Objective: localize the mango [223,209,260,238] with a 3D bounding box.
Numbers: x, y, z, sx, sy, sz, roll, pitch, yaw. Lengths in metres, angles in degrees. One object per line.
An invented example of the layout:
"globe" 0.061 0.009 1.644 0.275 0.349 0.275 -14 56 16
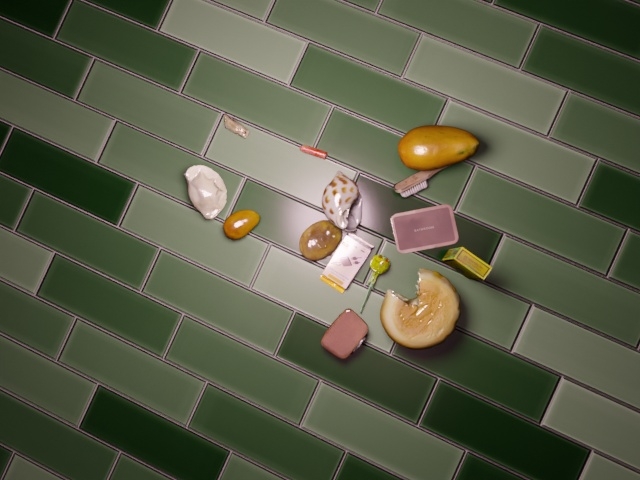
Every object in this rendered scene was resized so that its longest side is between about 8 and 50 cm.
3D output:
"mango" -0.346 -0.076 1.954 0.111 0.089 0.163 44 82 -6

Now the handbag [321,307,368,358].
"handbag" 0.107 0.397 1.902 0.151 0.072 0.193 41 90 5

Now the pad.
"pad" 0.444 -0.050 1.928 0.267 0.002 0.175 -11 86 4

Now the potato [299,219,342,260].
"potato" 0.000 0.000 1.926 0.200 0.081 0.164 -40 86 4

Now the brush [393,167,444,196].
"brush" 0.465 -0.274 1.912 0.328 0.070 0.065 -30 121 -1

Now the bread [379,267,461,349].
"bread" 0.406 0.285 1.838 0.334 0.160 0.332 0 89 6

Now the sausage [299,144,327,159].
"sausage" -0.035 -0.389 1.968 0.130 0.034 0.034 20 89 6

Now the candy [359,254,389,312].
"candy" 0.217 0.184 1.914 0.077 0.073 0.261 24 97 24

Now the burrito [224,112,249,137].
"burrito" -0.379 -0.503 1.998 0.149 0.041 0.055 36 77 9

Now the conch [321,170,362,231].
"conch" 0.088 -0.172 1.894 0.149 0.183 0.274 6 70 32

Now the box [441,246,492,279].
"box" 0.578 0.093 1.802 0.141 0.220 0.064 35 90 4

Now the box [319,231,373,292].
"box" 0.111 0.094 1.934 0.129 0.033 0.247 32 90 5

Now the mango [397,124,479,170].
"mango" 0.476 -0.381 1.837 0.318 0.211 0.172 -2 121 14

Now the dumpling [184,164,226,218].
"dumpling" -0.488 -0.211 1.965 0.167 0.126 0.215 -25 75 -23
